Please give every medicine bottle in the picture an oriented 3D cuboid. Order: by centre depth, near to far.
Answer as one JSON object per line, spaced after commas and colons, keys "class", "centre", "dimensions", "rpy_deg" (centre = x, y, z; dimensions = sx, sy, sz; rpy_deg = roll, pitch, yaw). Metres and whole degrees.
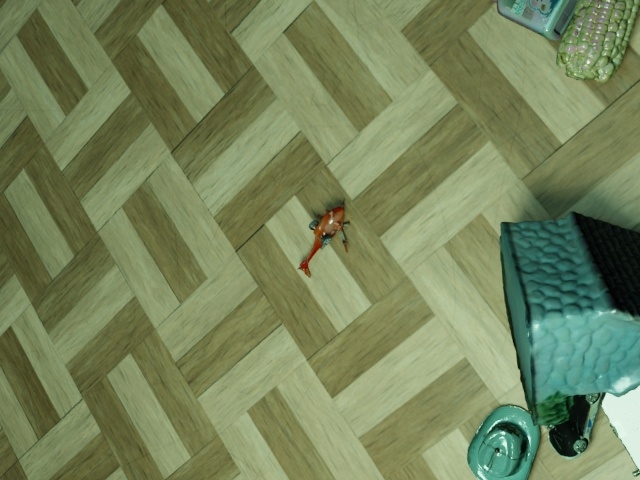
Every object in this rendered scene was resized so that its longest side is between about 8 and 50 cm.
{"class": "medicine bottle", "centre": [0.426, -0.502, 1.737], "dimensions": [0.188, 0.094, 0.119], "rpy_deg": [35, 107, 24]}

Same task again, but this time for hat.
{"class": "hat", "centre": [0.376, 0.440, 1.768], "dimensions": [0.138, 0.078, 0.191], "rpy_deg": [25, 101, 29]}

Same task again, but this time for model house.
{"class": "model house", "centre": [0.527, 0.122, 1.582], "dimensions": [0.339, 0.360, 0.297], "rpy_deg": [-10, 122, 8]}

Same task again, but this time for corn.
{"class": "corn", "centre": [0.568, -0.471, 1.652], "dimensions": [0.126, 0.126, 0.335], "rpy_deg": [25, 98, 27]}

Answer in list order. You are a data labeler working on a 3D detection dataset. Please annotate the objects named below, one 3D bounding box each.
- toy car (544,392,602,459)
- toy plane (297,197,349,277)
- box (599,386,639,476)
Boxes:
{"class": "toy car", "centre": [0.506, 0.340, 1.691], "dimensions": [0.095, 0.056, 0.205], "rpy_deg": [33, 126, 49]}
{"class": "toy plane", "centre": [-0.004, -0.006, 1.990], "dimensions": [0.194, 0.077, 0.126], "rpy_deg": [-35, 64, 34]}
{"class": "box", "centre": [0.642, 0.318, 1.641], "dimensions": [0.211, 0.045, 0.270], "rpy_deg": [-33, 74, 24]}
